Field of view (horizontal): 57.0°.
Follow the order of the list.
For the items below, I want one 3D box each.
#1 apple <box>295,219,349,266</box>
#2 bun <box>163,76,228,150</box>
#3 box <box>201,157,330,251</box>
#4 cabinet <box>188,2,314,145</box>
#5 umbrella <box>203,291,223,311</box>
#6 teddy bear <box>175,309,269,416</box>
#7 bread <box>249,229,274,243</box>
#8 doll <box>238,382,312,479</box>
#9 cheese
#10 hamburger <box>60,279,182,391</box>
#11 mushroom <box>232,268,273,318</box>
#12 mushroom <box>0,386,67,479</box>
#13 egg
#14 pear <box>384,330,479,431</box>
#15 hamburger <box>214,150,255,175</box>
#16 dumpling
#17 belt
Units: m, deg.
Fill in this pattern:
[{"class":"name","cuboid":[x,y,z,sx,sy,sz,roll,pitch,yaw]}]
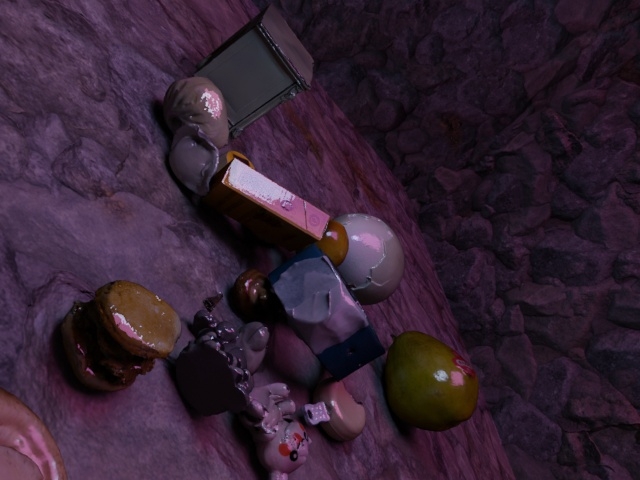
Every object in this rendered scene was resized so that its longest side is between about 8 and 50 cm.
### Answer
[{"class":"apple","cuboid":[0.006,0.001,1.633,0.147,0.147,0.163,69,31,-52]},{"class":"bun","cuboid":[-0.319,-0.308,1.476,0.128,0.178,0.193,-24,101,-40]},{"class":"box","cuboid":[-0.137,-0.078,1.437,0.274,0.174,0.076,30,69,-19]},{"class":"cabinet","cuboid":[-0.212,-0.489,1.752,0.227,0.318,0.290,49,21,-24]},{"class":"umbrella","cuboid":[-0.227,0.130,1.265,0.031,0.020,0.083,60,14,-3]},{"class":"teddy bear","cuboid":[-0.176,0.202,1.106,0.171,0.144,0.251,43,18,-5]},{"class":"bread","cuboid":[-0.131,-0.065,1.660,0.140,0.106,0.236,61,18,5]},{"class":"doll","cuboid":[-0.091,0.373,1.141,0.192,0.095,0.149,61,25,-2]},{"class":"cheese","cuboid":[0.033,0.425,1.412,0.163,0.071,0.249,60,18,1]},{"class":"hamburger","cuboid":[-0.306,0.139,0.895,0.159,0.131,0.185,45,16,-16]},{"class":"mushroom","cuboid":[-0.154,0.125,1.358,0.126,0.085,0.109,58,5,-36]},{"class":"mushroom","cuboid":[-0.346,0.266,0.568,0.278,0.146,0.278,62,10,-19]},{"class":"egg","cuboid":[0.117,0.054,1.847,0.336,0.278,0.278,38,29,-55]},{"class":"pear","cuboid":[0.333,0.437,1.883,0.287,0.287,0.375,34,15,-52]},{"class":"hamburger","cuboid":[-0.233,-0.178,1.607,0.141,0.081,0.126,2,57,-54]},{"class":"dumpling","cuboid":[-0.293,-0.198,1.403,0.108,0.127,0.188,9,47,-56]},{"class":"belt","cuboid":[0.024,0.179,1.451,0.300,0.173,0.436,56,3,22]}]
